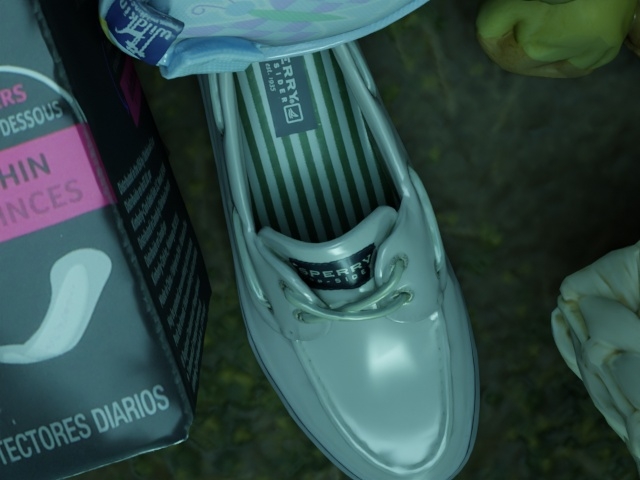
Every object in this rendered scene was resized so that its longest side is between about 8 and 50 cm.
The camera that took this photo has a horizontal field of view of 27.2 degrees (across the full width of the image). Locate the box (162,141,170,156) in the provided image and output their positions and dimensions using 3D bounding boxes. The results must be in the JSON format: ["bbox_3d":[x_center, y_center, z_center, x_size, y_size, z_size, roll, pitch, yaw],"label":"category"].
[{"bbox_3d":[-0.171,-0.090,0.472,0.136,0.036,0.225,-30,100,4],"label":"box"}]

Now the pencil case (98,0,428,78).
[{"bbox_3d":[-0.038,-0.186,0.380,0.113,0.124,0.273,-12,83,-24],"label":"pencil case"}]

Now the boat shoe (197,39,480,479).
[{"bbox_3d":[0.000,0.000,0.477,0.083,0.076,0.226,-22,102,3],"label":"boat shoe"}]

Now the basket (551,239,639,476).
[{"bbox_3d":[0.279,0.127,0.348,0.266,0.331,0.328,-33,124,7],"label":"basket"}]

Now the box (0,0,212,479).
[{"bbox_3d":[-0.151,-0.061,0.386,0.165,0.143,0.270,-19,102,1],"label":"box"}]

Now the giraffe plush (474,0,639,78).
[{"bbox_3d":[0.130,-0.163,0.415,0.181,0.210,0.171,0,74,-5],"label":"giraffe plush"}]
